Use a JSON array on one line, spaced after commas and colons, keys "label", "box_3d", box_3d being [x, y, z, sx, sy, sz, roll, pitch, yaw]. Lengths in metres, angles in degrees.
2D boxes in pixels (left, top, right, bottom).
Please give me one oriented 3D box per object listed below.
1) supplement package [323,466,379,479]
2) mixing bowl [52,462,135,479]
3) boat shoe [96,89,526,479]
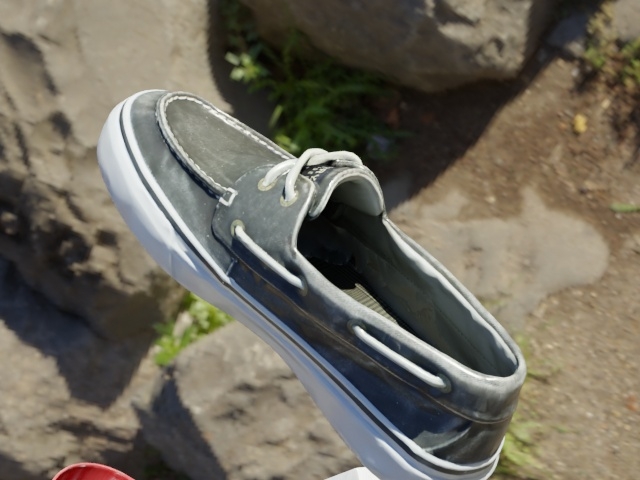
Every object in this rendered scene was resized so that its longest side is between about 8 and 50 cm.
[{"label": "supplement package", "box_3d": [0.080, 0.310, 1.530, 0.105, 0.179, 0.105, -30, 64, 42]}, {"label": "mixing bowl", "box_3d": [-0.221, 0.318, 1.339, 0.098, 0.181, 0.181, -43, 51, 21]}, {"label": "boat shoe", "box_3d": [0.000, 0.000, 0.828, 0.335, 0.121, 0.119, 43, 129, 20]}]
